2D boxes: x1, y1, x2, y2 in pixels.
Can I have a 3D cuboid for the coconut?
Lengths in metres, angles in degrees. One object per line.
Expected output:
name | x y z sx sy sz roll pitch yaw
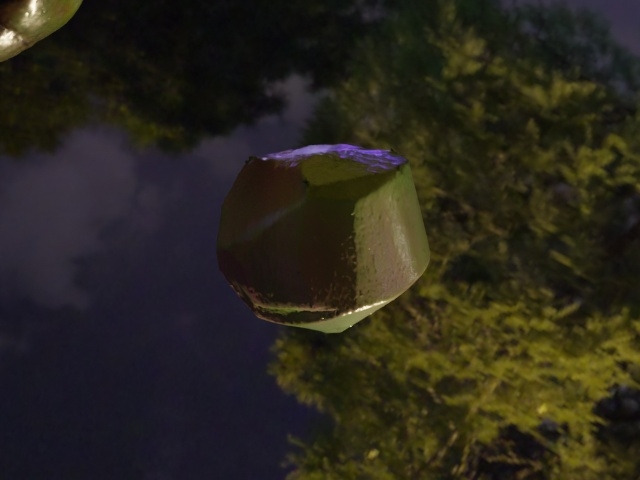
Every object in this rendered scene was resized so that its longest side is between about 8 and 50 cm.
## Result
coconut | 0.000 0.000 0.411 0.083 0.081 0.082 -20 -152 -19

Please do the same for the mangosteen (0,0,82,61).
mangosteen | -0.185 -0.206 0.468 0.242 0.243 0.243 16 -150 -9
